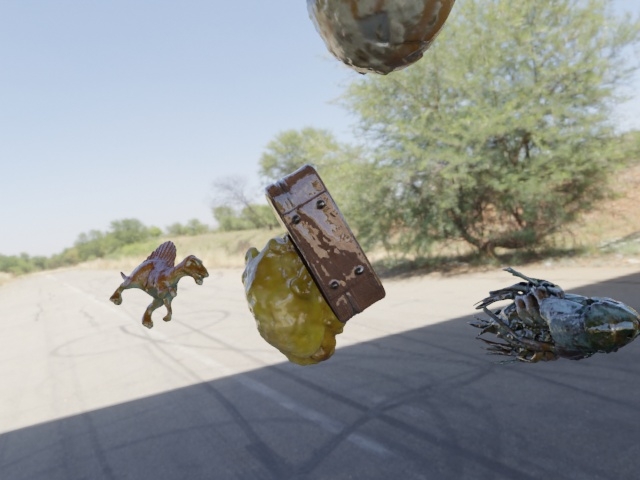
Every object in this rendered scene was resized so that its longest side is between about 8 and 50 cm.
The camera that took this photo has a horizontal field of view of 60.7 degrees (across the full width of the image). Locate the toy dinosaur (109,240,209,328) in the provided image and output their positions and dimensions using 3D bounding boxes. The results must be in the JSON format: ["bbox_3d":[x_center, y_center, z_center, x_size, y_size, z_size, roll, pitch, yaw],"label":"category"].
[{"bbox_3d":[-0.256,0.048,0.829,0.057,0.142,0.212,24,12,-49],"label":"toy dinosaur"}]

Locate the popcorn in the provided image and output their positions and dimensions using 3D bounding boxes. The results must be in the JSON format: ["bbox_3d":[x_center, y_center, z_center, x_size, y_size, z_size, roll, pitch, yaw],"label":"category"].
[{"bbox_3d":[-0.031,0.087,0.907,0.191,0.253,0.190,-11,10,5],"label":"popcorn"}]

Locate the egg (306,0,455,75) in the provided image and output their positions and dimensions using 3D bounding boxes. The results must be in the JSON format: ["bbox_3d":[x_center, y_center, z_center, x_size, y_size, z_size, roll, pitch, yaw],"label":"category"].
[{"bbox_3d":[0.075,-0.322,0.668,0.195,0.233,0.195,9,17,-3],"label":"egg"}]

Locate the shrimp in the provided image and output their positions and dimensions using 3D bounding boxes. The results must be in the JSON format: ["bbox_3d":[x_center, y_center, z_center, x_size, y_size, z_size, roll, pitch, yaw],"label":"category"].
[{"bbox_3d":[0.354,0.121,0.927,0.137,0.172,0.372,-11,0,-33],"label":"shrimp"}]

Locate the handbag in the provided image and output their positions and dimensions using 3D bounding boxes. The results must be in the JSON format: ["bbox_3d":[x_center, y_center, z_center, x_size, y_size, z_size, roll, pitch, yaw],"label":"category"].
[{"bbox_3d":[0.000,0.000,0.707,0.072,0.193,0.151,-32,9,-4],"label":"handbag"}]
